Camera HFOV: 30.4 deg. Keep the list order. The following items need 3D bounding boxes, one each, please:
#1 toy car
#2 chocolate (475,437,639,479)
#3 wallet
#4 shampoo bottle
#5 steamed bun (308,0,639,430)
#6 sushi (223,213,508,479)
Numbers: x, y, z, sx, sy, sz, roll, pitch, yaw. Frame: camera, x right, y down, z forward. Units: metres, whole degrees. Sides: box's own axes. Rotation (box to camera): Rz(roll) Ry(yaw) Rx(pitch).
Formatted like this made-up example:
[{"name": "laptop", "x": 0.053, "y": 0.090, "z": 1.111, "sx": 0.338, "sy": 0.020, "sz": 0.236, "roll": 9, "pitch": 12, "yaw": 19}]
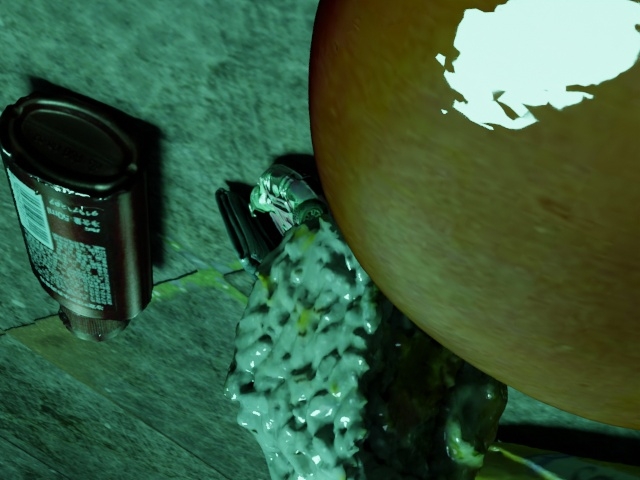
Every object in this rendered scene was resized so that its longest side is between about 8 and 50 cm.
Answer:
[{"name": "toy car", "x": 0.000, "y": 0.000, "z": 0.899, "sx": 0.069, "sy": 0.055, "sz": 0.142, "roll": 27, "pitch": 152, "yaw": 51}, {"name": "chocolate", "x": 0.302, "y": 0.263, "z": 0.986, "sx": 0.445, "sy": 0.162, "sz": 0.162, "roll": -1, "pitch": 143, "yaw": 44}, {"name": "wallet", "x": -0.041, "y": 0.018, "z": 0.957, "sx": 0.129, "sy": 0.026, "sz": 0.088, "roll": 55, "pitch": -174, "yaw": -47}, {"name": "shampoo bottle", "x": -0.206, "y": -0.003, "z": 1.039, "sx": 0.129, "sy": 0.084, "sz": 0.323, "roll": 24, "pitch": 154, "yaw": 7}, {"name": "steamed bun", "x": 0.128, "y": -0.088, "z": 0.447, "sx": 0.248, "sy": 0.235, "sz": 0.379, "roll": 16, "pitch": 153, "yaw": 7}, {"name": "sushi", "x": 0.041, "y": 0.097, "z": 0.819, "sx": 0.184, "sy": 0.274, "sz": 0.139, "roll": 19, "pitch": 171, "yaw": -39}]
